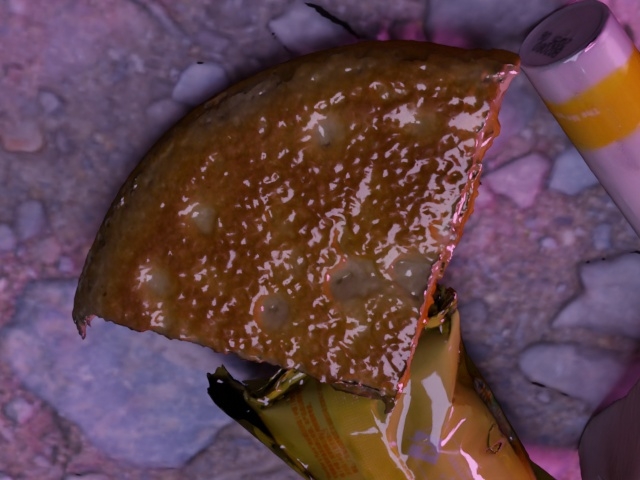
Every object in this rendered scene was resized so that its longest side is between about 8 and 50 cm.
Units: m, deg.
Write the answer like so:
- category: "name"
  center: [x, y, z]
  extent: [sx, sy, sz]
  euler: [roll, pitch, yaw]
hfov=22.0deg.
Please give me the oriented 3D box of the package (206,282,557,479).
- category: "package"
  center: [0.053, 0.133, 0.997]
  extent: [0.168, 0.090, 0.226]
  euler: [-24, 115, 16]

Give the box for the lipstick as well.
- category: "lipstick"
  center: [0.202, -0.019, 0.926]
  extent: [0.059, 0.059, 0.264]
  euler: [-31, 118, 16]

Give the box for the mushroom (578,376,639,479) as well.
- category: "mushroom"
  center: [0.322, 0.147, 0.962]
  extent: [0.329, 0.159, 0.122]
  euler: [8, 99, 4]

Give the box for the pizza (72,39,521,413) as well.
- category: "pizza"
  center: [0.000, 0.000, 0.904]
  extent: [0.292, 0.058, 0.197]
  euler: [-32, 91, 16]
